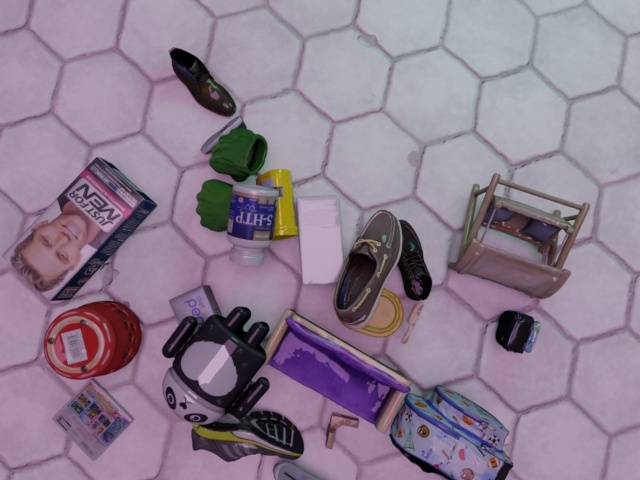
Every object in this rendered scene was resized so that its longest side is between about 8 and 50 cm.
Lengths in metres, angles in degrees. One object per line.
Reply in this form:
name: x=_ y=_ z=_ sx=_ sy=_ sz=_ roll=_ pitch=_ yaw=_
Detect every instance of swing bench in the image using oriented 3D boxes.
swing bench: x=0.500 y=-0.003 z=1.265 sx=0.253 sy=0.165 sz=0.255 roll=18 pitch=86 yaw=0

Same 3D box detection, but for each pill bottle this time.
pill bottle: x=-0.167 y=-0.037 z=1.194 sx=0.111 sy=0.112 sz=0.187 roll=8 pitch=101 yaw=0

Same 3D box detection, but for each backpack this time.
backpack: x=0.306 y=0.473 z=1.187 sx=0.263 sy=0.276 sz=0.213 roll=21 pitch=81 yaw=6
backpack: x=0.506 y=0.237 z=1.272 sx=0.084 sy=0.114 sz=0.105 roll=19 pitch=88 yaw=0

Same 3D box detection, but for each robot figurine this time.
robot figurine: x=-0.237 y=0.284 z=1.133 sx=0.278 sy=0.173 sz=0.209 roll=-51 pitch=44 yaw=-6

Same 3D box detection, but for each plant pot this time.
plant pot: x=-0.565 y=0.248 z=1.227 sx=0.191 sy=0.174 sz=0.191 roll=0 pitch=85 yaw=-3

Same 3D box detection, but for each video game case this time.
video game case: x=-0.593 y=0.466 z=1.286 sx=0.157 sy=0.019 sz=0.143 roll=44 pitch=86 yaw=3

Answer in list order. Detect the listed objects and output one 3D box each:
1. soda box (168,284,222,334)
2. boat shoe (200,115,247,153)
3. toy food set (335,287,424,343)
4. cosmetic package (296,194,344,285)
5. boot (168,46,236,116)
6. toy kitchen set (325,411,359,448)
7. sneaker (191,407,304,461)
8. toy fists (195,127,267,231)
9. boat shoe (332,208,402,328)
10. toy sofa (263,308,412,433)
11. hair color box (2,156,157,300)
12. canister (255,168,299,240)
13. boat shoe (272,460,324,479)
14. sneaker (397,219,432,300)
soda box: x=-0.284 y=0.263 z=1.269 sx=0.098 sy=0.091 sz=0.287 roll=-23 pitch=86 yaw=-2
boat shoe: x=-0.260 y=-0.277 z=1.334 sx=0.142 sy=0.049 sz=0.040 roll=-39 pitch=126 yaw=1
toy food set: x=0.145 y=0.187 z=1.292 sx=0.217 sy=0.071 sz=0.128 roll=18 pitch=82 yaw=5
cosmetic package: x=0.000 y=0.000 z=1.299 sx=0.117 sy=0.085 sz=0.231 roll=-3 pitch=88 yaw=-2
boot: x=-0.319 y=-0.420 z=1.312 sx=0.219 sy=0.106 sz=0.082 roll=40 pitch=86 yaw=2
toy kitchen set: x=0.055 y=0.499 z=1.268 sx=0.075 sy=0.068 sz=0.083 roll=12 pitch=86 yaw=0
sneaker: x=-0.188 y=0.504 z=1.257 sx=0.299 sy=0.111 sz=0.121 roll=18 pitch=116 yaw=-7
toy fists: x=-0.235 y=-0.157 z=1.283 sx=0.142 sy=0.096 sz=0.279 roll=15 pitch=88 yaw=30
boat shoe: x=0.118 y=0.055 z=1.230 sx=0.116 sy=0.097 sz=0.325 roll=12 pitch=68 yaw=29
toy sofa: x=0.035 y=0.322 z=1.228 sx=0.362 sy=0.177 sz=0.150 roll=30 pitch=85 yaw=1
hair color box: x=-0.617 y=-0.027 z=1.280 sx=0.174 sy=0.105 sz=0.347 roll=41 pitch=87 yaw=3
canister: x=-0.117 y=-0.089 z=1.284 sx=0.073 sy=0.126 sz=0.170 roll=-1 pitch=82 yaw=-34
boat shoe: x=-0.025 y=0.633 z=1.256 sx=0.226 sy=0.076 sz=0.083 roll=43 pitch=68 yaw=-3
sneaker: x=0.242 y=0.047 z=1.280 sx=0.083 sy=0.118 sz=0.222 roll=-16 pitch=86 yaw=-2
